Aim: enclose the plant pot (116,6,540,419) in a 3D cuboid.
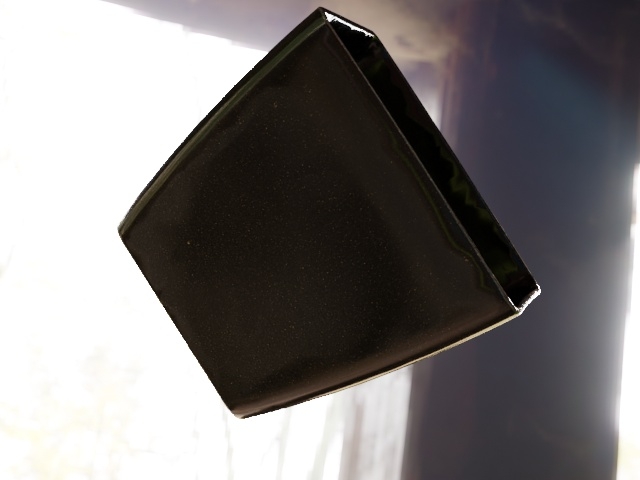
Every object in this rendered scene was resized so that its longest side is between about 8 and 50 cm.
[{"bbox_3d":[0.000,0.000,0.993,0.167,0.188,0.187,-34,-4,11],"label":"plant pot"}]
